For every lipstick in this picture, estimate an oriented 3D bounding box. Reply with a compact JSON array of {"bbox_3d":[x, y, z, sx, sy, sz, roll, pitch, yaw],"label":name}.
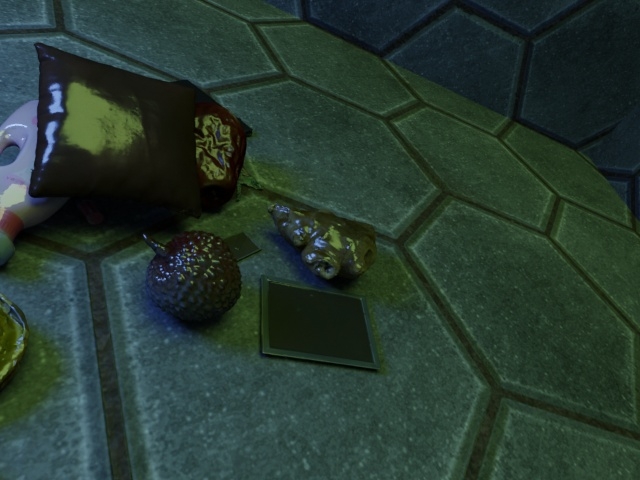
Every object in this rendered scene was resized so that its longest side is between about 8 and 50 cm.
[{"bbox_3d":[-0.509,-0.119,0.918,0.234,0.053,0.054,49,41,16],"label":"lipstick"}]

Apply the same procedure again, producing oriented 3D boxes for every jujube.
[{"bbox_3d":[-0.264,-0.202,1.064,0.190,0.190,0.255,5,52,-29],"label":"jujube"}]

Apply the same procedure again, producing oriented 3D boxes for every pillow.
[{"bbox_3d":[-0.376,-0.203,0.867,0.308,0.108,0.305,7,68,-39],"label":"pillow"}]

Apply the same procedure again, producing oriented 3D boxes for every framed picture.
[{"bbox_3d":[-0.181,0.013,1.005,0.066,0.006,0.089,42,39,16],"label":"framed picture"},{"bbox_3d":[-0.003,0.169,0.937,0.253,0.014,0.197,14,40,-19],"label":"framed picture"}]

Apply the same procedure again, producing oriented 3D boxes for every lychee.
[{"bbox_3d":[-0.229,0.056,0.797,0.197,0.165,0.165,45,30,-27],"label":"lychee"}]

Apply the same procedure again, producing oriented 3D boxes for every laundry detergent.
[{"bbox_3d":[-0.526,-0.110,0.808,0.159,0.088,0.334,20,50,-19],"label":"laundry detergent"}]

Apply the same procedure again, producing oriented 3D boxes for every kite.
[{"bbox_3d":[-0.211,-0.150,1.171,0.139,0.011,0.156,11,40,-18],"label":"kite"}]

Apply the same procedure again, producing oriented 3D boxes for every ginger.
[{"bbox_3d":[0.000,0.000,1.050,0.271,0.123,0.218,14,36,-4],"label":"ginger"}]

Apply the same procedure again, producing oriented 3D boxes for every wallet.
[{"bbox_3d":[-0.345,-0.382,1.329,0.285,0.030,0.146,39,42,10],"label":"wallet"}]

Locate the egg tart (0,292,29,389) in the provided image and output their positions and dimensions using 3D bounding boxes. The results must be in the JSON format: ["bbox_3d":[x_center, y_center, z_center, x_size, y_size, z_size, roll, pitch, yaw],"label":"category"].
[{"bbox_3d":[-0.502,0.130,0.587,0.213,0.090,0.212,13,47,-14],"label":"egg tart"}]
